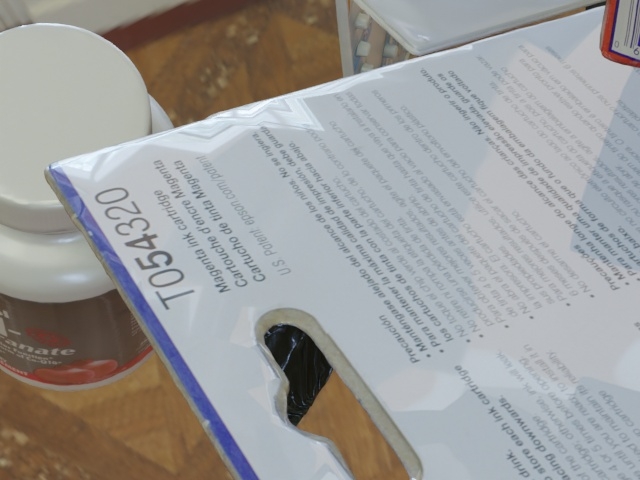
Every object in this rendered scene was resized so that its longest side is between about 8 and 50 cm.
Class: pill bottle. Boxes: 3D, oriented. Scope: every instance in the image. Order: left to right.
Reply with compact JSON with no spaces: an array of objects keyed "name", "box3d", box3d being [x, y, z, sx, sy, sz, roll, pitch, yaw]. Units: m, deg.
[{"name":"pill bottle","box3d":[-0.184,-0.019,1.069,0.176,0.318,0.176,2,67,-5]}]

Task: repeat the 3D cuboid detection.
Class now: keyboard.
[{"name":"keyboard","box3d":[0.117,-0.150,0.826,0.256,0.014,0.072,-21,62,-38]}]

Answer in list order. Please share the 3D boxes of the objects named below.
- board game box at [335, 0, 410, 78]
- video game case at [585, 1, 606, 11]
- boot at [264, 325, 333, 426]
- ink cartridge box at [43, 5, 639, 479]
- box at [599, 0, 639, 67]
[{"name":"board game box","box3d":[0.105,-0.320,1.466,0.050,0.390,0.390,15,63,13]},{"name":"video game case","box3d":[0.345,-0.163,1.417,0.248,0.275,0.035,-16,24,-34]},{"name":"boot","box3d":[0.000,0.000,1.041,0.094,0.207,0.246,30,106,-13]},{"name":"ink cartridge box","box3d":[0.109,0.040,0.556,0.330,0.071,0.324,-19,46,-21]},{"name":"box","box3d":[0.219,-0.099,0.400,0.256,0.128,0.123,16,40,18]}]
